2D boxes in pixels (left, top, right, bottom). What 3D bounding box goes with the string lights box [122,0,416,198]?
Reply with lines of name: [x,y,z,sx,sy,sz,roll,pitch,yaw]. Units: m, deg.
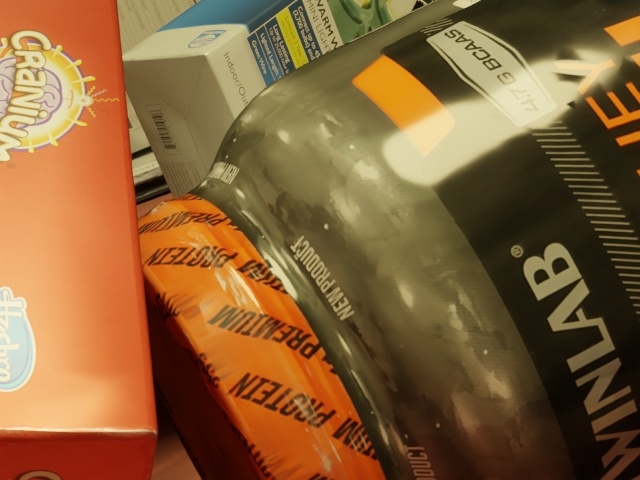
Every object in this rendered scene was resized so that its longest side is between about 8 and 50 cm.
string lights box: [0.012,-0.107,1.015,0.077,0.133,0.260,1,33,43]

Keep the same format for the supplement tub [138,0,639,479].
supplement tub: [0.108,-0.005,0.638,0.338,0.207,0.207,-28,25,-13]

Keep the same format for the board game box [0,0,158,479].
board game box: [-0.110,0.016,0.610,0.064,0.242,0.316,1,46,-12]

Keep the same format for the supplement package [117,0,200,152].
supplement package: [-0.156,-0.133,1.160,0.244,0.139,0.134,-20,25,3]

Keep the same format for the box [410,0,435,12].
box: [0.111,-0.118,0.948,0.233,0.044,0.159,-40,-14,-35]

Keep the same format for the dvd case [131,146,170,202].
dvd case: [-0.069,-0.095,1.198,0.165,0.018,0.221,-20,25,4]
